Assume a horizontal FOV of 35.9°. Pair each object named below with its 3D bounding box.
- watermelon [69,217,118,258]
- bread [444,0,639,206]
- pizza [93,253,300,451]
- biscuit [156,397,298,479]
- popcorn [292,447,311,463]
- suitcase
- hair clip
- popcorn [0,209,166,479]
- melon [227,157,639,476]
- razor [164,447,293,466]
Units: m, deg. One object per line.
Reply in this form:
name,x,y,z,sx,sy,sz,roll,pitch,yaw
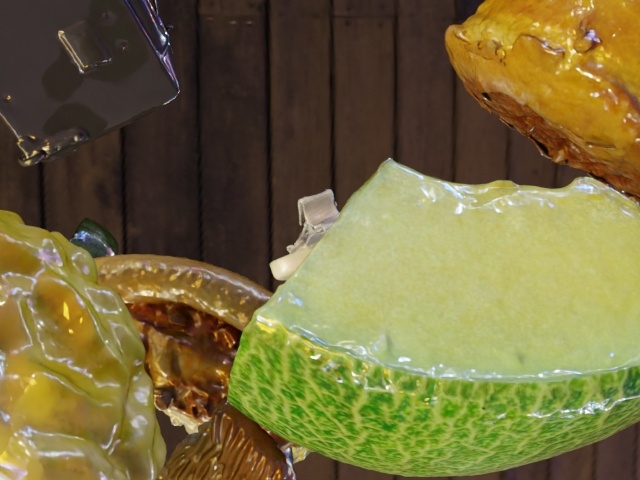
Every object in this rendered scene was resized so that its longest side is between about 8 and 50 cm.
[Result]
watermelon,-0.370,0.028,1.586,0.075,0.181,0.092,26,123,-5
bread,0.330,-0.178,1.120,0.358,0.337,0.204,31,98,-33
pizza,-0.105,0.124,1.001,0.365,0.074,0.182,32,91,2
biscuit,-0.089,0.216,0.857,0.031,0.176,0.228,-53,145,-41
popcorn,-0.061,0.364,1.995,0.189,0.218,0.169,-28,91,-43
suitcase,-0.418,-0.330,1.595,0.339,0.188,0.345,-22,129,7
hair clip,0.003,0.001,1.457,0.159,0.218,0.071,-15,71,-17
popcorn,-0.286,0.133,0.679,0.349,0.382,0.348,-1,84,12
melon,0.091,0.073,0.725,0.331,0.343,0.226,-11,64,-10
razor,-0.195,0.340,1.239,0.113,0.349,0.204,55,28,10
